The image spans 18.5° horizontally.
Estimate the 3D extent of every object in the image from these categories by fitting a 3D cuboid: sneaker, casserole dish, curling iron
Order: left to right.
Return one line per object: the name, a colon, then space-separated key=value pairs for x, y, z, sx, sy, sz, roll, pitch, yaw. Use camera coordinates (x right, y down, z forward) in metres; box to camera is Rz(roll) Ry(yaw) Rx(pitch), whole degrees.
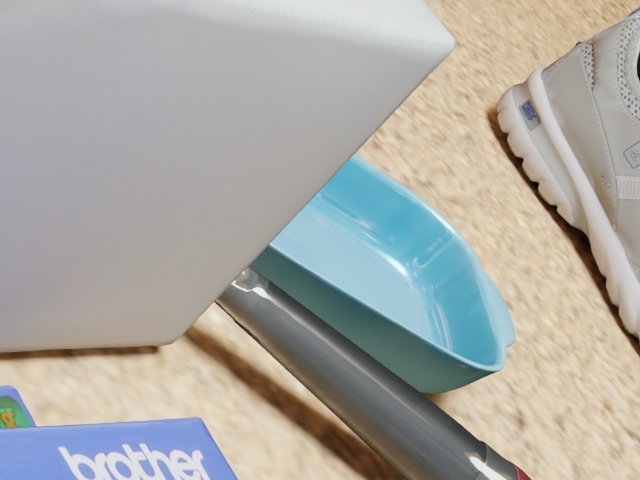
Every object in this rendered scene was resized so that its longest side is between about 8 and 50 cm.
casserole dish: x=0.000 y=0.000 z=0.793 sx=0.188 sy=0.037 sz=0.114 roll=31 pitch=27 yaw=-27
curling iron: x=0.061 y=0.090 z=0.746 sx=0.274 sy=0.035 sz=0.068 roll=35 pitch=21 yaw=-23
sneaker: x=0.206 y=-0.007 z=1.039 sx=0.105 sy=0.115 sz=0.281 roll=3 pitch=47 yaw=-57

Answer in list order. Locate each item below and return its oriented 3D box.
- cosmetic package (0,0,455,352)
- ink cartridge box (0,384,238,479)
cosmetic package: x=-0.182 y=-0.098 z=0.504 sx=0.230 sy=0.161 sz=0.453 roll=54 pitch=24 yaw=20
ink cartridge box: x=-0.047 y=0.141 z=0.458 sx=0.186 sy=0.065 sz=0.311 roll=6 pitch=43 yaw=-56
